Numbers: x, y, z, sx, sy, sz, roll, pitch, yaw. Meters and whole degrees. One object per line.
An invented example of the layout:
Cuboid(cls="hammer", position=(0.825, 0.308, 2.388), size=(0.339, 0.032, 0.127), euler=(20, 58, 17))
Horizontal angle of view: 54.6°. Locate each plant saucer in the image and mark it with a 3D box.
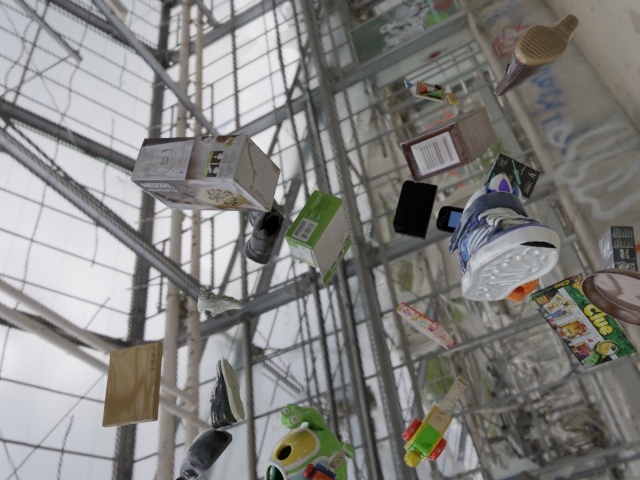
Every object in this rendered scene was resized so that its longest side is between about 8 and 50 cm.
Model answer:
Cuboid(cls="plant saucer", position=(0.557, 0.099, 1.114), size=(0.029, 0.168, 0.168), euler=(-56, -46, -19))

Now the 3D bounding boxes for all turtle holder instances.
Cuboid(cls="turtle holder", position=(-0.041, 0.677, 1.887), size=(0.227, 0.320, 0.243), euler=(-7, -147, -40))

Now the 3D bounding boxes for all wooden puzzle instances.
Cuboid(cls="wooden puzzle", position=(0.247, -0.334, 1.386), size=(0.079, 0.116, 0.014), euler=(-88, 8, -47))

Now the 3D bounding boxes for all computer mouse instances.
Cuboid(cls="computer mouse", position=(-0.304, 0.535, 1.517), size=(0.072, 0.272, 0.188), euler=(41, -139, 4))

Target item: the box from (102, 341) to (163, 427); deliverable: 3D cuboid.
Cuboid(cls="box", position=(-0.488, 0.374, 1.613), size=(0.021, 0.164, 0.201), euler=(44, -142, -56))

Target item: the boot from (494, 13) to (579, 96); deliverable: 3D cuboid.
Cuboid(cls="boot", position=(0.452, -0.381, 1.366), size=(0.090, 0.207, 0.248), euler=(48, -126, 8))

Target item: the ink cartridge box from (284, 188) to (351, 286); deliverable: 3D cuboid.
Cuboid(cls="ink cartridge box", position=(0.000, 0.000, 1.905), size=(0.189, 0.097, 0.255), euler=(-57, -25, -23))

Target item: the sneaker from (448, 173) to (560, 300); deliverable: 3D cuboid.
Cuboid(cls="sneaker", position=(0.334, -0.038, 1.145), size=(0.323, 0.130, 0.236), euler=(100, 176, -69))

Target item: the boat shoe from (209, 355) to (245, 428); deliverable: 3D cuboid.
Cuboid(cls="boat shoe", position=(-0.245, 0.373, 1.547), size=(0.084, 0.079, 0.233), euler=(59, -177, -29))

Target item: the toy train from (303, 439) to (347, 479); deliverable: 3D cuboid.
Cuboid(cls="toy train", position=(0.001, 0.667, 1.690), size=(0.105, 0.248, 0.143), euler=(31, -176, 3))

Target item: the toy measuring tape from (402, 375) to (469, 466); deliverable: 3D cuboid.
Cuboid(cls="toy measuring tape", position=(0.317, 0.513, 1.738), size=(0.330, 0.121, 0.121), euler=(-41, -71, -43))

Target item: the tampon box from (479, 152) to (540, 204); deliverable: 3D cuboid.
Cuboid(cls="tampon box", position=(0.679, -0.212, 2.229), size=(0.161, 0.120, 0.101), euler=(28, 162, 5))

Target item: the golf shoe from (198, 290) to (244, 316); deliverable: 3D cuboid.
Cuboid(cls="golf shoe", position=(-0.379, 0.249, 2.352), size=(0.069, 0.176, 0.086), euler=(-143, 67, -76))

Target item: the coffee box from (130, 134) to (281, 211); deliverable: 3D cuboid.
Cuboid(cls="coffee box", position=(-0.268, -0.154, 1.452), size=(0.168, 0.297, 0.119), euler=(44, -126, -56))

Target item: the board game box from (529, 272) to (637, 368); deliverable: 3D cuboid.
Cuboid(cls="board game box", position=(0.632, 0.198, 1.492), size=(0.260, 0.136, 0.030), euler=(47, -148, -18))

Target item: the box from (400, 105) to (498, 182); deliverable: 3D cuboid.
Cuboid(cls="box", position=(0.421, -0.315, 1.987), size=(0.381, 0.191, 0.143), euler=(-32, -79, -58))

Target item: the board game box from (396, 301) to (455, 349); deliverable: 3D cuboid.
Cuboid(cls="board game box", position=(0.388, 0.318, 2.303), size=(0.193, 0.045, 0.147), euler=(31, 170, 46))

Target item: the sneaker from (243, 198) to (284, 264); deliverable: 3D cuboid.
Cuboid(cls="sneaker", position=(-0.156, -0.058, 1.890), size=(0.109, 0.130, 0.286), euler=(20, -142, -19))

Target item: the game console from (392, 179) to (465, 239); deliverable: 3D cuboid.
Cuboid(cls="game console", position=(0.460, -0.097, 2.315), size=(0.044, 0.361, 0.213), euler=(41, -118, -70))

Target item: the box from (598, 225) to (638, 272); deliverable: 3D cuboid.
Cuboid(cls="box", position=(1.040, 0.057, 2.172), size=(0.147, 0.077, 0.180), euler=(69, -157, -70))

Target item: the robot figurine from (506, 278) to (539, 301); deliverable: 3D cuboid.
Cuboid(cls="robot figurine", position=(0.438, 0.048, 1.432), size=(0.158, 0.128, 0.219), euler=(61, -154, -21))
